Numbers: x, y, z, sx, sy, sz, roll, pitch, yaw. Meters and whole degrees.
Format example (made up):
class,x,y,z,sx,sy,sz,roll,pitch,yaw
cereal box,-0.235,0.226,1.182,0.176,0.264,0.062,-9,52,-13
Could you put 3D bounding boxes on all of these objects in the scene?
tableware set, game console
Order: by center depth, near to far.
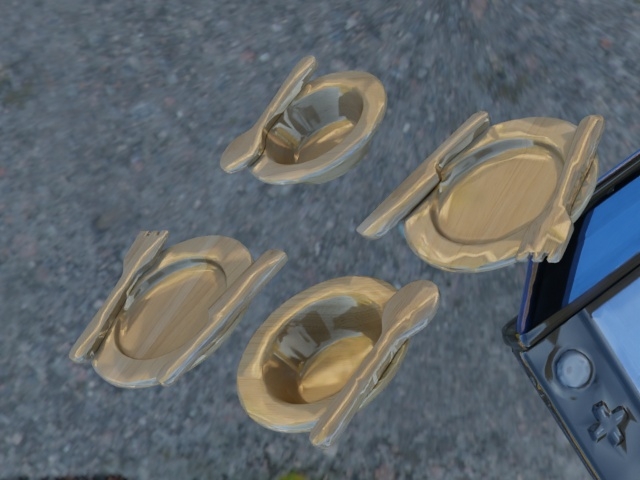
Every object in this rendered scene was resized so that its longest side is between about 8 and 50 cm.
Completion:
class,x,y,z,sx,sy,sz,roll,pitch,yaw
tableware set,0.000,0.000,0.409,0.141,0.168,0.020,-50,128,-21
game console,0.296,0.024,0.955,0.293,0.173,0.250,-34,95,-16
